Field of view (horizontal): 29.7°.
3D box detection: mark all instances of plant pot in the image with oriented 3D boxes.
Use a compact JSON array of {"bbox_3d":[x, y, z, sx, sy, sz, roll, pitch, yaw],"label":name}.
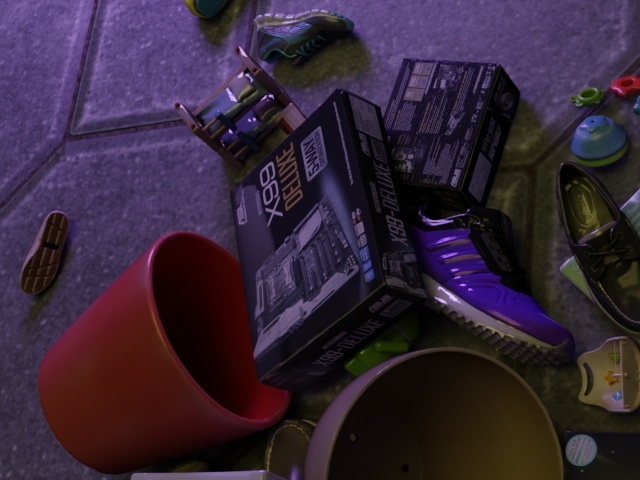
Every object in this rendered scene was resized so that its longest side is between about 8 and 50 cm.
[{"bbox_3d":[-0.208,0.162,1.541,0.243,0.275,0.275,-33,54,26],"label":"plant pot"},{"bbox_3d":[0.095,0.259,1.324,0.191,0.284,0.284,-11,56,66],"label":"plant pot"}]

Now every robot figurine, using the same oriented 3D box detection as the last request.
[{"bbox_3d":[0.076,0.120,1.495,0.115,0.067,0.101,-46,23,4],"label":"robot figurine"}]

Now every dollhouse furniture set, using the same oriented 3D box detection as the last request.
[{"bbox_3d":[-0.088,-0.150,1.682,0.129,0.129,0.184,-42,53,6],"label":"dollhouse furniture set"}]

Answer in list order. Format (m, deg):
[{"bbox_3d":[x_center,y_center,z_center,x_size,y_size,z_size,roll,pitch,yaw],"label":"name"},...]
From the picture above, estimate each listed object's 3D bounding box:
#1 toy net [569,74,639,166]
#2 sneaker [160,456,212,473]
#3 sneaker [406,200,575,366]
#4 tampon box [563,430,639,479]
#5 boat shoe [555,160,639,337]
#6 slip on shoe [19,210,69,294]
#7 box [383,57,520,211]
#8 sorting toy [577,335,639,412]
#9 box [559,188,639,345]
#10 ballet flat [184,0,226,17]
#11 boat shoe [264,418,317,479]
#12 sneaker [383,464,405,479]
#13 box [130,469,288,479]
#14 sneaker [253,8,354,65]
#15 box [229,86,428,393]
[{"bbox_3d":[0.415,-0.157,1.451,0.232,0.045,0.122,-10,37,23],"label":"toy net"},{"bbox_3d":[-0.230,0.463,1.500,0.182,0.158,0.410,32,83,6],"label":"sneaker"},{"bbox_3d":[0.197,0.034,1.445,0.293,0.102,0.146,30,84,37],"label":"sneaker"},{"bbox_3d":[0.341,0.268,1.249,0.161,0.101,0.120,-4,65,29],"label":"tampon box"},{"bbox_3d":[0.313,0.006,1.339,0.080,0.073,0.223,-31,54,15],"label":"boat shoe"},{"bbox_3d":[-0.424,0.019,1.856,0.041,0.051,0.135,174,113,-73],"label":"slip on shoe"},{"bbox_3d":[0.157,-0.137,1.564,0.147,0.077,0.180,9,73,33],"label":"box"},{"bbox_3d":[0.322,0.154,1.356,0.075,0.045,0.083,-10,74,41],"label":"sorting toy"},{"bbox_3d":[0.452,0.053,1.317,0.232,0.058,0.322,-45,54,4],"label":"box"},{"bbox_3d":[-0.138,-0.452,1.896,0.231,0.077,0.077,-52,36,1],"label":"ballet flat"},{"bbox_3d":[-0.014,0.352,1.419,0.116,0.097,0.324,-23,58,20],"label":"boat shoe"},{"bbox_3d":[0.083,0.267,1.441,0.031,0.035,0.083,-2,67,29],"label":"sneaker"},{"bbox_3d":[-0.118,0.355,1.340,0.181,0.119,0.182,-7,65,27],"label":"box"},{"bbox_3d":[-0.024,-0.293,1.767,0.166,0.065,0.076,0,84,34],"label":"sneaker"},{"bbox_3d":[0.000,0.000,1.517,0.242,0.076,0.307,-39,46,35],"label":"box"}]
